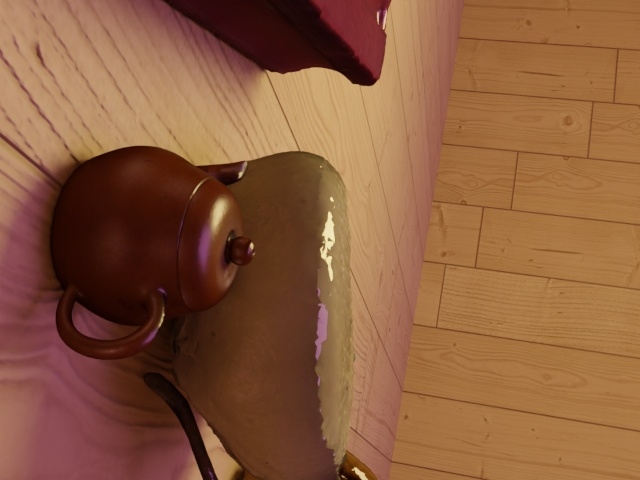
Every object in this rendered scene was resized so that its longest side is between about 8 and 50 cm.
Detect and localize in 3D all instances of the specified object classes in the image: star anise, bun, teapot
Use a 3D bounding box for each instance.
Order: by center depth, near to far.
[{"bbox_3d":[-0.093,0.003,0.456,0.173,0.116,0.116,-69,161,-45],"label":"teapot"},{"bbox_3d":[-0.097,0.249,0.598,0.148,0.218,0.227,-3,-122,61],"label":"star anise"},{"bbox_3d":[-0.045,0.064,0.616,0.287,0.146,0.287,0,90,-89],"label":"bun"}]

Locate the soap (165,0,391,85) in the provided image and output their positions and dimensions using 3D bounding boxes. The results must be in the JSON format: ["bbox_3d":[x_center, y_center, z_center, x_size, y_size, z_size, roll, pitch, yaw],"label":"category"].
[{"bbox_3d":[-0.018,-0.269,0.590,0.359,0.128,0.233,-3,101,-77],"label":"soap"}]

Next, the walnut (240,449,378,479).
[{"bbox_3d":[-0.005,0.305,0.860,0.155,0.184,0.155,-57,162,-30],"label":"walnut"}]
